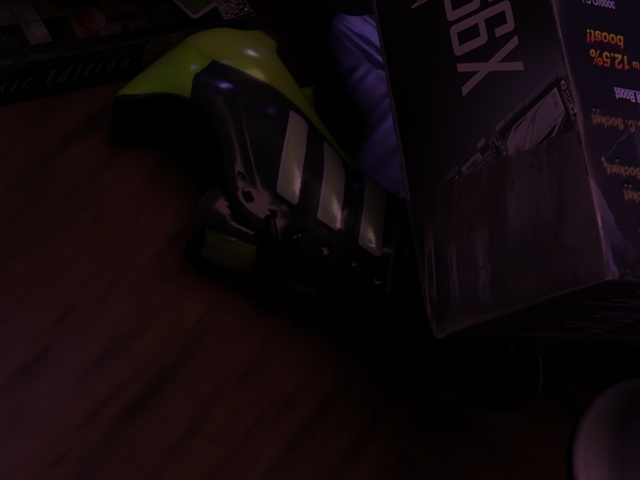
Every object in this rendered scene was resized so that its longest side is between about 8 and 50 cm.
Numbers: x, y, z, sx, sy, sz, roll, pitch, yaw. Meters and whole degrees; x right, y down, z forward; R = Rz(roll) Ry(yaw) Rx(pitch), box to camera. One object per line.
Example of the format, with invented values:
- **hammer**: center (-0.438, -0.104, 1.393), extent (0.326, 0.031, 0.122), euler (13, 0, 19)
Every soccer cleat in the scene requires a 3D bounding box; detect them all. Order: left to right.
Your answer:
- **soccer cleat**: center (0.000, 0.000, 0.626), extent (0.072, 0.060, 0.179), euler (-34, 70, -31)

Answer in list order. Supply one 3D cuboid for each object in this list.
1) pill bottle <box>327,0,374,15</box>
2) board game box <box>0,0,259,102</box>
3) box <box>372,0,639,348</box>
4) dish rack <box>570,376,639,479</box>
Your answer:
- **pill bottle**: center (-0.019, -0.195, 0.715), extent (0.117, 0.117, 0.215), euler (-21, 69, -38)
- **board game box**: center (-0.158, -0.101, 0.628), extent (0.260, 0.030, 0.136), euler (-17, 64, -37)
- **box**: center (0.150, -0.082, 0.667), extent (0.307, 0.076, 0.242), euler (5, 70, -43)
- **dish rack**: center (0.272, 0.151, 0.645), extent (0.333, 0.072, 0.285), euler (0, 55, -28)
